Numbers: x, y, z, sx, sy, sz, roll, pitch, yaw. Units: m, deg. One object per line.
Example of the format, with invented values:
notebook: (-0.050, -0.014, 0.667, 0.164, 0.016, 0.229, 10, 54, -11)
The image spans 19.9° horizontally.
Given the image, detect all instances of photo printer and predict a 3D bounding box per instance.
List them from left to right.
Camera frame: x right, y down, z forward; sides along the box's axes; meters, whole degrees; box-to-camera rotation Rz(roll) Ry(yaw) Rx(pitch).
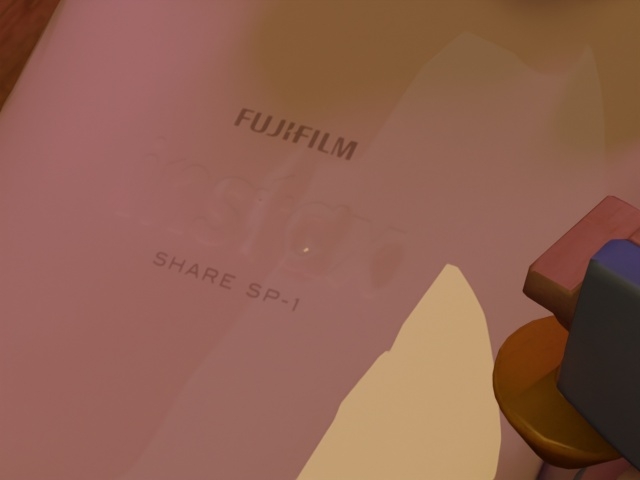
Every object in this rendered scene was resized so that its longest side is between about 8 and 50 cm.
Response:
photo printer: (0.000, 0.000, 0.643, 0.256, 0.107, 0.308, 18, 71, 22)

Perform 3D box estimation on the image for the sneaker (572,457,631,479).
sneaker: (0.152, 0.217, 0.480, 0.208, 0.127, 0.319, -1, 79, 16)

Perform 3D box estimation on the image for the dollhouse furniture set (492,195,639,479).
dollhouse furniture set: (0.231, 0.058, 0.478, 0.303, 0.198, 0.286, 32, 51, 23)
